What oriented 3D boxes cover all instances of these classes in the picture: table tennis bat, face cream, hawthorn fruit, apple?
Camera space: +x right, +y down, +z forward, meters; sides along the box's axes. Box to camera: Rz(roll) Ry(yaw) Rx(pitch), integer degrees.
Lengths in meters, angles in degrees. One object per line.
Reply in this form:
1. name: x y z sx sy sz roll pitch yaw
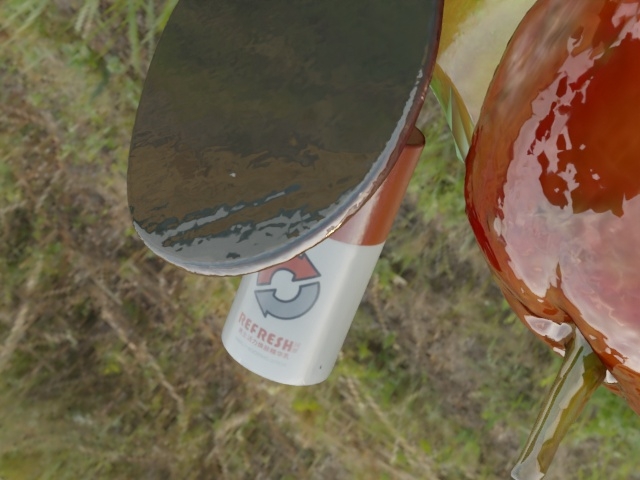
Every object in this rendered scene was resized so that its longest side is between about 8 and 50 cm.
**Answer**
1. table tennis bat: -0.010 -0.111 0.462 0.154 0.274 0.021 -8 151 36
2. face cream: 0.000 0.000 0.861 0.096 0.096 0.214 27 112 13
3. hawthorn fruit: 0.197 -0.012 0.557 0.287 0.330 0.287 36 179 1
4. apple: 0.294 -0.222 1.337 0.374 0.374 0.384 50 -178 -13
